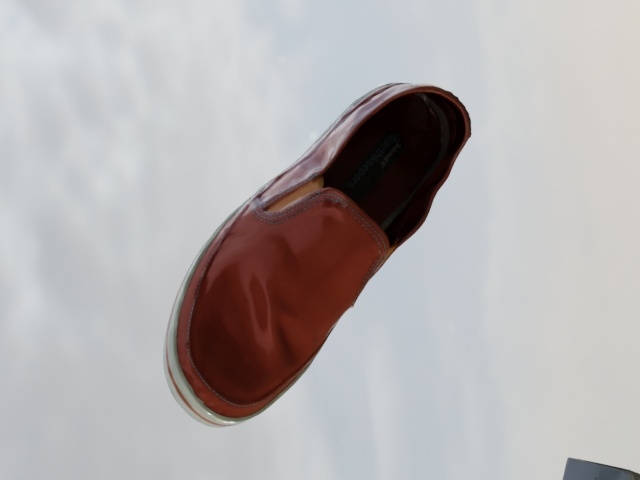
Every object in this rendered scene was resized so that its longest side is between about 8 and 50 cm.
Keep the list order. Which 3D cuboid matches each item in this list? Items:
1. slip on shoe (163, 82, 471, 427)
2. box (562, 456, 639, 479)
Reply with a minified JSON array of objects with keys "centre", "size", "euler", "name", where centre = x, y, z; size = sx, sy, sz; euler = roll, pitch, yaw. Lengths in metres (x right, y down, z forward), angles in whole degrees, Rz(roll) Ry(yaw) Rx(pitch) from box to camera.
[{"centre":[0.000,0.000,1.442],"size":[0.123,0.331,0.101],"euler":[44,158,-10],"name":"slip on shoe"},{"centre":[0.155,0.198,1.040],"size":[0.186,0.038,0.145],"euler":[27,-104,-66],"name":"box"}]
